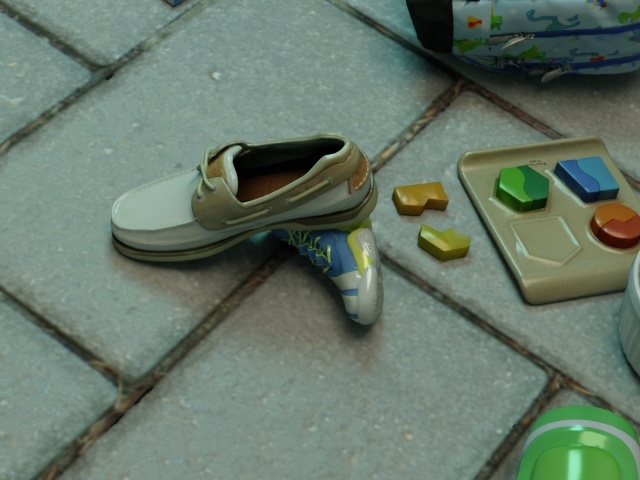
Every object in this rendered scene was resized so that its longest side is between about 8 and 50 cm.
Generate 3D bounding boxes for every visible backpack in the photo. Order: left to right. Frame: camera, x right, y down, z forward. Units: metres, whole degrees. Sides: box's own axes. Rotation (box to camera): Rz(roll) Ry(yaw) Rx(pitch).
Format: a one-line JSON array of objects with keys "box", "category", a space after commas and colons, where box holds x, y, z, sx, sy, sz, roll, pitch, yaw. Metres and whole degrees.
[{"box": [0.309, -0.352, 1.815, 0.355, 0.273, 0.290, -9, 47, 16], "category": "backpack"}]

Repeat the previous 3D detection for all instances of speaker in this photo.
[{"box": [0.242, 0.307, 1.307, 0.131, 0.131, 0.297, 14, 49, 0], "category": "speaker"}]

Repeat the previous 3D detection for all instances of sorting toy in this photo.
[{"box": [0.255, -0.029, 1.651, 0.307, 0.041, 0.229, -8, 52, -19], "category": "sorting toy"}]

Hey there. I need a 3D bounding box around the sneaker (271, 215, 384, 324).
[{"box": [0.000, 0.000, 1.558, 0.126, 0.091, 0.240, -10, 51, 4], "category": "sneaker"}]

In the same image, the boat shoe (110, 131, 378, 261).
[{"box": [-0.094, -0.059, 1.504, 0.302, 0.103, 0.113, -12, 53, 7], "category": "boat shoe"}]

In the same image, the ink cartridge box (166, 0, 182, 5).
[{"box": [-0.183, -0.352, 1.839, 0.048, 0.028, 0.083, 37, 53, 18], "category": "ink cartridge box"}]

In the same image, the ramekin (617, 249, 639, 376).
[{"box": [0.434, 0.092, 1.543, 0.207, 0.109, 0.207, 6, 50, -7], "category": "ramekin"}]
